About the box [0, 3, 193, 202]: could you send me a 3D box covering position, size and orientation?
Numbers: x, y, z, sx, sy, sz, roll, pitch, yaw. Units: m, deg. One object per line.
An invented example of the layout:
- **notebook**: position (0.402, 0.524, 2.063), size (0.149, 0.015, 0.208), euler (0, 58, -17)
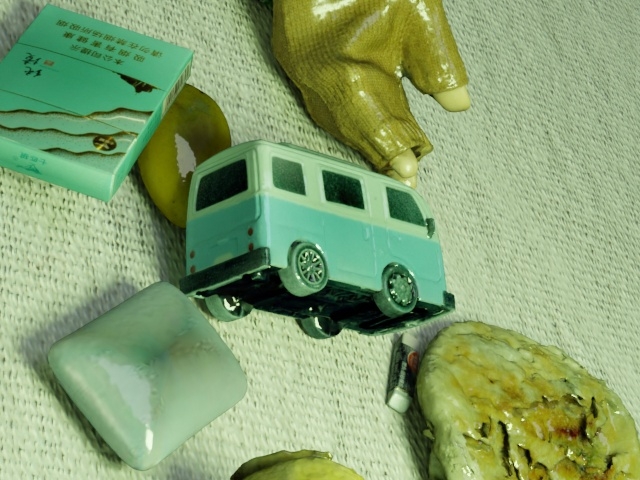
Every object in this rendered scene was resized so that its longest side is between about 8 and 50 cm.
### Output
- **box**: position (-0.233, -0.137, 1.665), size (0.162, 0.041, 0.229), euler (18, 39, 6)

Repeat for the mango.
- **mango**: position (-0.137, -0.086, 1.745), size (0.103, 0.076, 0.161), euler (17, 55, -35)

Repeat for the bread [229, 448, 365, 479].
- **bread**: position (-0.022, 0.287, 1.453), size (0.197, 0.197, 0.170), euler (31, 27, -21)

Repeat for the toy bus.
- **toy bus**: position (0.000, 0.000, 1.719), size (0.271, 0.133, 0.164), euler (15, 64, -43)

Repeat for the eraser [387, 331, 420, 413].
- **eraser**: position (0.088, 0.138, 1.812), size (0.027, 0.019, 0.099), euler (33, 39, -18)

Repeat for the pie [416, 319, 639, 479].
- **pie**: position (0.224, 0.227, 1.821), size (0.339, 0.077, 0.339), euler (27, 41, -26)

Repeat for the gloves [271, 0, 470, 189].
- **gloves**: position (0.049, -0.222, 1.972), size (0.203, 0.155, 0.356), euler (-14, 82, -29)

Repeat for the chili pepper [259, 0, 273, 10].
- **chili pepper**: position (-0.024, -0.295, 2.061), size (0.227, 0.059, 0.088), euler (25, 38, -21)

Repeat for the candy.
- **candy**: position (-0.150, 0.117, 1.552), size (0.138, 0.071, 0.174), euler (51, 37, 4)
